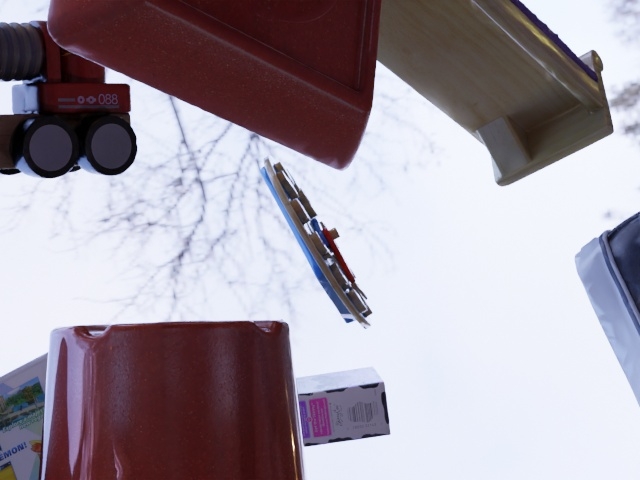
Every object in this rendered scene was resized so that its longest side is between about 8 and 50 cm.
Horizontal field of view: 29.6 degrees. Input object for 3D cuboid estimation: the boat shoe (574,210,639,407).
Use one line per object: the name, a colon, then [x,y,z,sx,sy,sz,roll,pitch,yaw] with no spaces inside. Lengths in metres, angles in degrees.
boat shoe: [0.282,0.100,0.822,0.108,0.102,0.301,20,-141,-44]

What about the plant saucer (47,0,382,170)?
plant saucer: [-0.040,-0.205,0.788,0.259,0.048,0.258,21,-112,-44]

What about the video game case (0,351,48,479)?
video game case: [-0.355,0.307,1.374,0.300,0.329,0.036,63,-179,24]

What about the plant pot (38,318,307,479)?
plant pot: [-0.121,0.200,1.008,0.272,0.272,0.265,3,-97,-43]

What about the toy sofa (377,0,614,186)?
toy sofa: [0.140,-0.223,1.243,0.363,0.150,0.177,32,-137,-40]

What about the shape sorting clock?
shape sorting clock: [0.000,0.000,1.253,0.040,0.206,0.206,-29,-72,1]

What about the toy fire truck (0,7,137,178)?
toy fire truck: [-0.273,-0.180,1.107,0.217,0.158,0.246,-5,-83,-38]

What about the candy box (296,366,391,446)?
candy box: [-0.016,0.219,1.571,0.196,0.165,0.070,-8,-89,-2]
